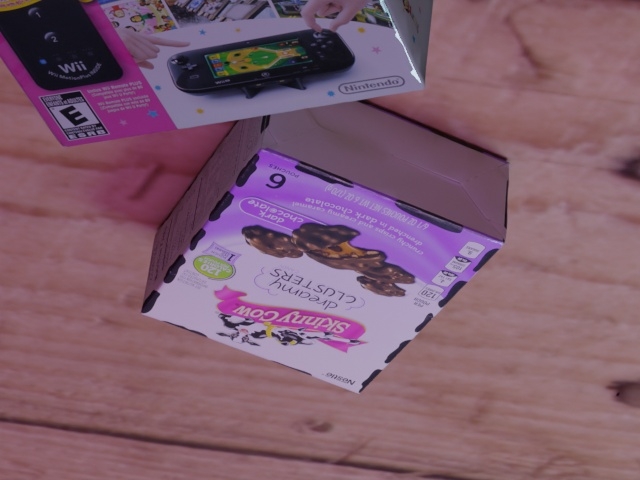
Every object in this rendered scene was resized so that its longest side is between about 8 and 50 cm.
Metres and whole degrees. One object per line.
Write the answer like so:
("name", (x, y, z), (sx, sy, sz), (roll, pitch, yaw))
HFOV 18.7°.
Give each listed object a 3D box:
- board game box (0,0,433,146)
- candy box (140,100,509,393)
("board game box", (-0.093, -0.190, 0.975), (0.224, 0.097, 0.303), (-8, 139, 19))
("candy box", (0.000, 0.000, 1.222), (0.165, 0.070, 0.196), (21, 140, -17))
